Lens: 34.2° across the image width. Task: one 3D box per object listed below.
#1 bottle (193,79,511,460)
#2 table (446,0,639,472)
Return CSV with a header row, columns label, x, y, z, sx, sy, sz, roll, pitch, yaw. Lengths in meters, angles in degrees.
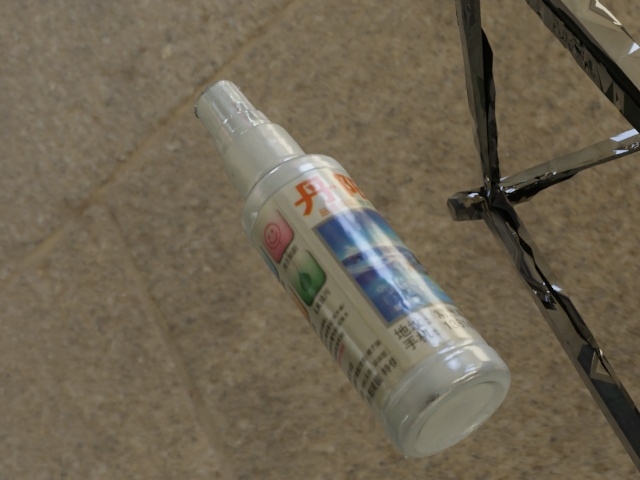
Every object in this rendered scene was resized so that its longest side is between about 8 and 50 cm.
label,x,y,z,sx,sy,sz,roll,pitch,yaw
bottle,0.000,0.000,0.477,0.060,0.060,0.217,-48,56,14
table,0.225,-0.019,0.417,0.272,0.222,0.335,-20,47,-4
